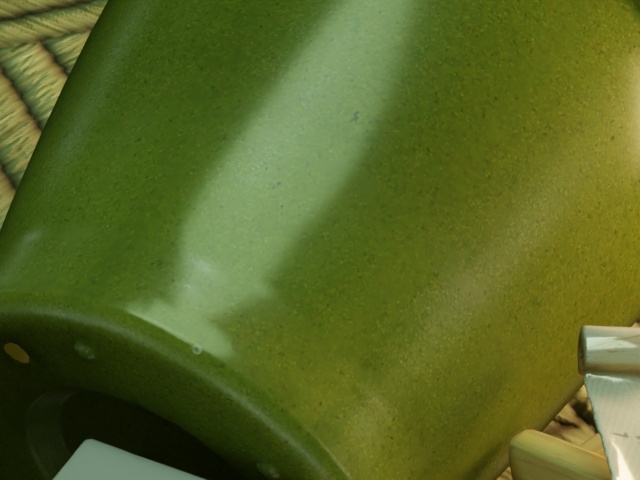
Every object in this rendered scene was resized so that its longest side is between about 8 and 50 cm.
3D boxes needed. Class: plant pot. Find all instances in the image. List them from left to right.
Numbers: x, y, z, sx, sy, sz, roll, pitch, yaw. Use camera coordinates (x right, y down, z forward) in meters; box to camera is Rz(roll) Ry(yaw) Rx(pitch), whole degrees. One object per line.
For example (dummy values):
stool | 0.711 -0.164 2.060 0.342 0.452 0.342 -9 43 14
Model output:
plant pot | 0.000 0.000 0.930 0.366 0.366 0.353 18 51 21

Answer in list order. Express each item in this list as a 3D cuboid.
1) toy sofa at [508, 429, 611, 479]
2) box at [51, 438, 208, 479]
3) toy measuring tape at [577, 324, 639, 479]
toy sofa | 0.269 0.117 0.912 0.362 0.177 0.150 -28 32 -33
box | 0.007 0.249 0.698 0.345 0.168 0.215 17 39 19
toy measuring tape | 0.140 0.103 0.668 0.121 0.121 0.330 1 35 -2
